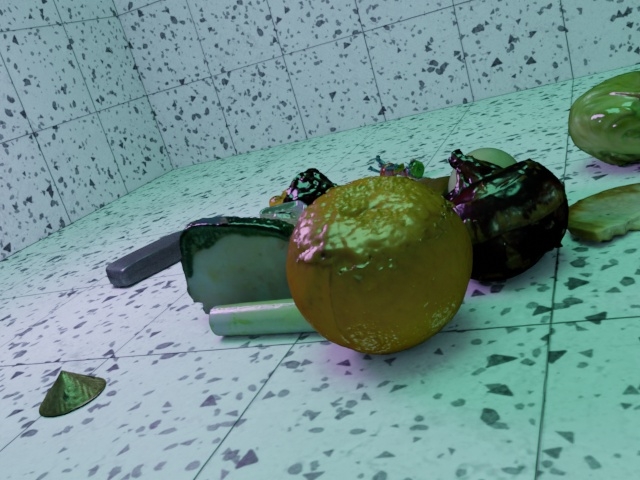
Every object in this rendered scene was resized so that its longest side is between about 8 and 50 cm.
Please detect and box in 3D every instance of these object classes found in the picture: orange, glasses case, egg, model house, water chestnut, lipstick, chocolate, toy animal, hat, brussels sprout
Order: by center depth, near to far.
[{"bbox_3d":[0.105,0.052,1.192,0.340,0.294,0.341,-8,34,5],"label":"orange"},{"bbox_3d":[0.358,-0.068,1.354,0.299,0.300,0.300,-15,17,5],"label":"water chestnut"},{"bbox_3d":[-0.537,0.303,1.383,0.145,0.067,0.146,-15,17,5],"label":"hat"},{"bbox_3d":[-0.099,0.164,1.397,0.304,0.076,0.076,-9,19,29],"label":"lipstick"},{"bbox_3d":[-0.149,0.026,1.605,0.298,0.244,0.284,1,20,21],"label":"model house"},{"bbox_3d":[0.413,-0.130,1.632,0.188,0.189,0.254,-9,23,23],"label":"egg"},{"bbox_3d":[0.847,-0.331,1.782,0.327,0.247,0.328,-20,31,12],"label":"brussels sprout"},{"bbox_3d":[0.009,-0.080,1.920,0.177,0.224,0.206,24,64,30],"label":"chocolate"},{"bbox_3d":[-0.546,0.054,2.158,0.323,0.074,0.131,-30,21,-38],"label":"glasses case"},{"bbox_3d":[0.262,-0.255,2.317,0.208,0.100,0.103,18,-2,42],"label":"toy animal"}]

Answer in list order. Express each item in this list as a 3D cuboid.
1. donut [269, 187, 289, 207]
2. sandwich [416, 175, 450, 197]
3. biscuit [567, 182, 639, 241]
[{"bbox_3d":[-0.054,-0.117,2.162,0.226,0.114,0.227,-15,17,5],"label":"donut"},{"bbox_3d":[0.265,-0.097,1.811,0.219,0.108,0.186,-10,18,30],"label":"sandwich"},{"bbox_3d":[0.670,-0.070,1.456,0.308,0.040,0.204,-21,18,-16],"label":"biscuit"}]
